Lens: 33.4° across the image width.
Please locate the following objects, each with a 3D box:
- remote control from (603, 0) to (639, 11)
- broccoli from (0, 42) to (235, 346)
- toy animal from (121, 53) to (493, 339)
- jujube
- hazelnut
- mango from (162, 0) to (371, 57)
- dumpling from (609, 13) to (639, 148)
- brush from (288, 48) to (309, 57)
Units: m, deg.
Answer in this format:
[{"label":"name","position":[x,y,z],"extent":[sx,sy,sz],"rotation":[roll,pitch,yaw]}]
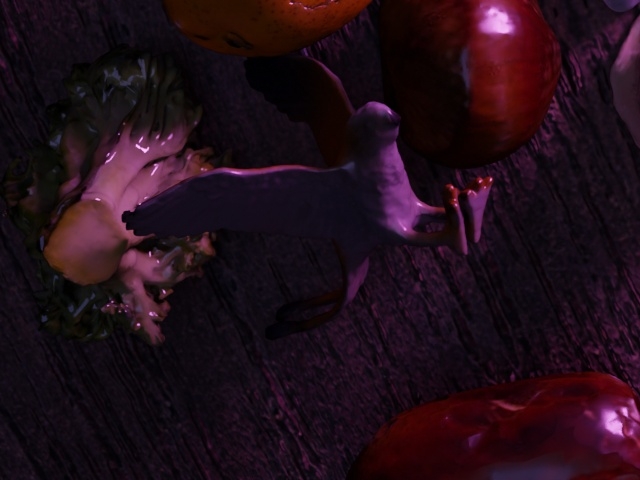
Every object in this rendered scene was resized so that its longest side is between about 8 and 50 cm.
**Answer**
[{"label":"remote control","position":[0.349,-0.332,0.937],"extent":[0.293,0.051,0.103],"rotation":[-40,90,19]},{"label":"broccoli","position":[-0.198,-0.031,1.058],"extent":[0.248,0.245,0.288],"rotation":[-20,112,-1]},{"label":"toy animal","position":[0.018,-0.001,0.991],"extent":[0.302,0.225,0.284],"rotation":[4,134,35]},{"label":"jujube","position":[0.179,0.248,1.058],"extent":[0.318,0.223,0.223],"rotation":[-25,97,15]},{"label":"hazelnut","position":[0.137,-0.173,0.979],"extent":[0.178,0.178,0.204],"rotation":[-22,71,19]},{"label":"mango","position":[-0.014,-0.281,0.967],"extent":[0.290,0.191,0.160],"rotation":[-40,137,-3]},{"label":"dumpling","position":[0.346,-0.164,0.946],"extent":[0.179,0.131,0.252],"rotation":[44,128,48]},{"label":"brush","position":[-0.062,-0.275,1.070],"extent":[0.062,0.027,0.266],"rotation":[-23,99,5]}]
